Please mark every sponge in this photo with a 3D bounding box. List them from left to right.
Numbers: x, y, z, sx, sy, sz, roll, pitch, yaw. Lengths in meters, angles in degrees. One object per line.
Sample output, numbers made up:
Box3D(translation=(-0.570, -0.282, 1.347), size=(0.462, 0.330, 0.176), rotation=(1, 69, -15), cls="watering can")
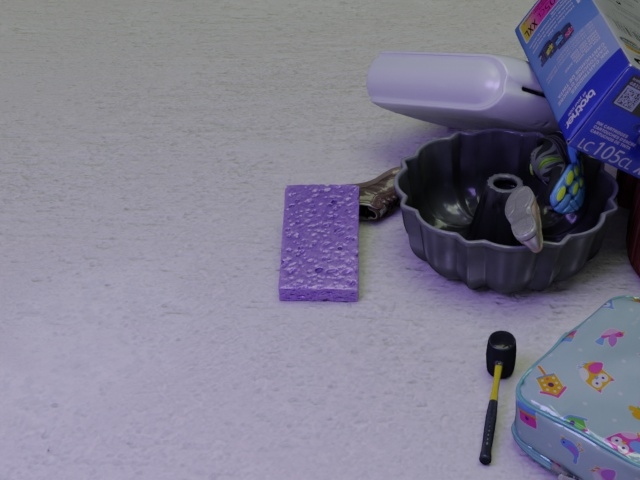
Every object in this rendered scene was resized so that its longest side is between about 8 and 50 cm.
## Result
Box3D(translation=(0.000, 0.000, 1.546), size=(0.117, 0.031, 0.210), rotation=(0, 49, 3), cls="sponge")

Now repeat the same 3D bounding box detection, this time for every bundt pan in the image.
Box3D(translation=(0.273, -0.038, 1.548), size=(0.331, 0.124, 0.330), rotation=(-1, 37, 1), cls="bundt pan")

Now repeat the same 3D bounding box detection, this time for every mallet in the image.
Box3D(translation=(0.219, 0.205, 1.296), size=(0.039, 0.062, 0.189), rotation=(6, 51, 13), cls="mallet")

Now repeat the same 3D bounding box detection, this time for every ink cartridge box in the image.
Box3D(translation=(0.470, -0.217, 1.508), size=(0.270, 0.151, 0.395), rotation=(21, 33, -21), cls="ink cartridge box")

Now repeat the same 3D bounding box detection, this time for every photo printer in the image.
Box3D(translation=(0.269, -0.244, 1.715), size=(0.256, 0.107, 0.308), rotation=(8, 3, -44), cls="photo printer")

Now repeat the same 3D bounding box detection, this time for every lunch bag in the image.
Box3D(translation=(0.377, 0.198, 1.229), size=(0.224, 0.107, 0.279), rotation=(31, 48, 33), cls="lunch bag")

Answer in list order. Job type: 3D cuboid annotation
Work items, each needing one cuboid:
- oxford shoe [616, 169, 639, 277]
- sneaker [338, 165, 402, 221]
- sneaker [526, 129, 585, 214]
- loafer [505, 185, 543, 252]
Box3D(translation=(0.532, -0.047, 1.555), size=(0.130, 0.123, 0.348), rotation=(8, 38, 4), cls="oxford shoe")
Box3D(translation=(0.096, -0.063, 1.658), size=(0.189, 0.066, 0.071), rotation=(-17, 55, -11), cls="sneaker")
Box3D(translation=(0.337, -0.095, 1.479), size=(0.078, 0.067, 0.188), rotation=(-13, 33, 22), cls="sneaker")
Box3D(translation=(0.281, -0.027, 1.404), size=(0.045, 0.039, 0.125), rotation=(-28, 26, 22), cls="loafer")
